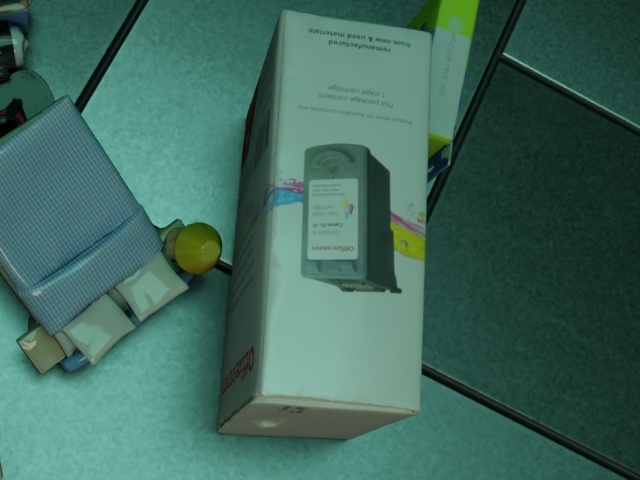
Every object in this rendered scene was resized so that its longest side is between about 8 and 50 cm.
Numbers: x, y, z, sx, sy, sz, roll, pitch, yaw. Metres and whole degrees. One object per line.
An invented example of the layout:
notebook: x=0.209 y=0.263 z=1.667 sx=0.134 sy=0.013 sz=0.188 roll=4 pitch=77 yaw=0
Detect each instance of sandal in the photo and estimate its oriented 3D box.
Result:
sandal: x=-0.285 y=-0.074 z=0.987 sx=0.067 sy=0.040 sz=0.179 roll=28 pitch=70 yaw=-4

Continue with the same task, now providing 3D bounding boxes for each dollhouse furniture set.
dollhouse furniture set: x=-0.233 y=-0.007 z=0.839 sx=0.303 sy=0.198 sz=0.286 roll=-38 pitch=114 yaw=-22

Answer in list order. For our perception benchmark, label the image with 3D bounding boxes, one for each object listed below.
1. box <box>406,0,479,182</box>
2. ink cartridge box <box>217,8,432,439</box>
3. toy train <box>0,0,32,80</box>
box: x=0.099 y=-0.140 z=1.064 sx=0.042 sy=0.109 sz=0.178 roll=17 pitch=71 yaw=-12
ink cartridge box: x=0.000 y=0.000 z=0.938 sx=0.131 sy=0.226 sz=0.306 roll=5 pitch=74 yaw=-11
toy train: x=-0.341 y=-0.184 z=0.990 sx=0.184 sy=0.080 sz=0.105 roll=-10 pitch=85 yaw=-17
